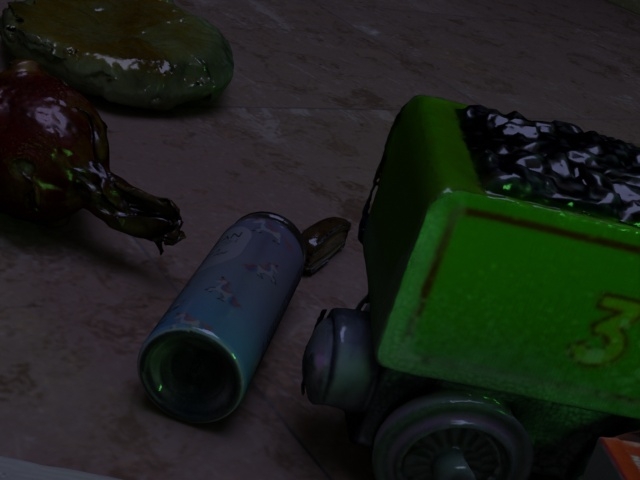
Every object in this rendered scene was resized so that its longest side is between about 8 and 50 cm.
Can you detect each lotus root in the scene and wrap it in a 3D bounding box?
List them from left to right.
[{"bbox_3d":[-0.002,0.000,0.844,0.030,0.037,0.083,21,27,18],"label":"lotus root"}]

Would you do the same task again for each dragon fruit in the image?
[{"bbox_3d":[-0.205,-0.059,0.755,0.246,0.125,0.125,33,27,17],"label":"dragon fruit"}]

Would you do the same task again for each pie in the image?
[{"bbox_3d":[-0.244,-0.239,1.130,0.306,0.071,0.306,10,28,-5],"label":"pie"}]

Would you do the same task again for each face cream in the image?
[{"bbox_3d":[-0.061,0.041,0.689,0.075,0.075,0.229,18,26,3],"label":"face cream"}]

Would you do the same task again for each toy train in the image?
[{"bbox_3d":[0.154,0.055,0.593,0.307,0.249,0.173,13,29,-8],"label":"toy train"}]

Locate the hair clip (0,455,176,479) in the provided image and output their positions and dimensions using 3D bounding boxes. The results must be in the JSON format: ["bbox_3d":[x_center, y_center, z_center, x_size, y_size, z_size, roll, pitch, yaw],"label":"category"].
[{"bbox_3d":[-0.029,0.172,0.439,0.331,0.085,0.101,13,24,-3],"label":"hair clip"}]

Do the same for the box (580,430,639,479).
[{"bbox_3d":[0.175,0.208,0.447,0.050,0.123,0.229,7,27,-13],"label":"box"}]
